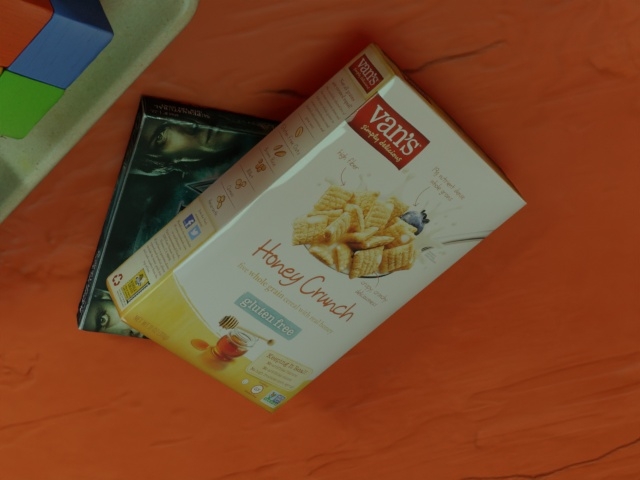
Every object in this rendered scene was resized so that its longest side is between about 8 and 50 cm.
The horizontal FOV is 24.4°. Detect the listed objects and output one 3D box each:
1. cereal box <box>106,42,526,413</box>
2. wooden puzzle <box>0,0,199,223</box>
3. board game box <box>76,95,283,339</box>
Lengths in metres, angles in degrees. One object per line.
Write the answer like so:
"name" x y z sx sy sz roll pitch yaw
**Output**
"cereal box" 0.000 0.000 0.993 0.240 0.047 0.173 -41 135 12
"wooden puzzle" -0.279 -0.085 0.814 0.322 0.080 0.348 -42 142 26
"board game box" -0.085 -0.006 1.016 0.126 0.026 0.186 9 125 -18
